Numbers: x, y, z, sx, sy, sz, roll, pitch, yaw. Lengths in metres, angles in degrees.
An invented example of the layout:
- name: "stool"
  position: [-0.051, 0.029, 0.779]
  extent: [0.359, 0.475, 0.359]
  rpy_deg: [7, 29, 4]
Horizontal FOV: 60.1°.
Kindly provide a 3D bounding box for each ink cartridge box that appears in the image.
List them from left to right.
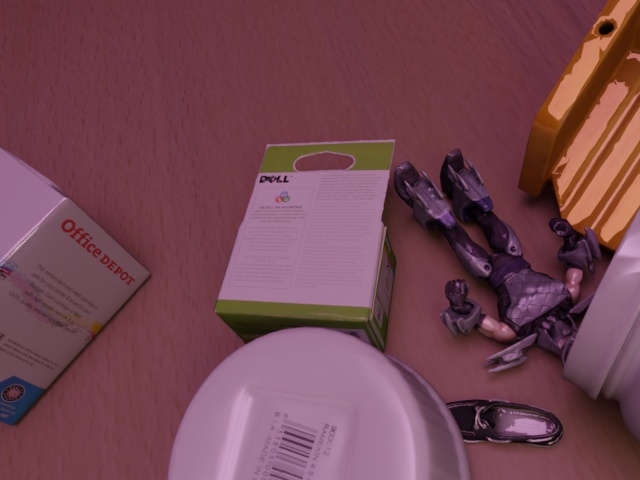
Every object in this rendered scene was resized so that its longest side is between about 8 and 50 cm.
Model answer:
- name: "ink cartridge box"
  position: [-0.420, 0.057, 0.741]
  extent: [0.197, 0.198, 0.270]
  rpy_deg: [29, 71, 32]
- name: "ink cartridge box"
  position: [0.000, 0.000, 0.698]
  extent: [0.188, 0.097, 0.255]
  rpy_deg: [1, 58, 20]

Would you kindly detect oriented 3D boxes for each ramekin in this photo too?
- name: "ramekin"
  position: [-0.007, 0.217, 0.522]
  extent: [0.277, 0.135, 0.277]
  rpy_deg: [-11, 58, 19]

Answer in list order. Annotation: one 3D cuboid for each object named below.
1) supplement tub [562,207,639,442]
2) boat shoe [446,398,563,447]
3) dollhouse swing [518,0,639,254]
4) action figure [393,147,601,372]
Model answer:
- name: "supplement tub"
  position: [0.369, 0.095, 0.393]
  extent: [0.316, 0.228, 0.228]
  rpy_deg: [27, 70, 31]
- name: "boat shoe"
  position: [0.176, 0.182, 0.555]
  extent: [0.125, 0.038, 0.046]
  rpy_deg: [5, 62, 21]
- name: "dollhouse swing"
  position: [0.383, -0.127, 0.457]
  extent: [0.346, 0.305, 0.315]
  rpy_deg: [33, 93, 26]
- name: "action figure"
  position: [0.196, 0.021, 0.618]
  extent: [0.185, 0.099, 0.285]
  rpy_deg: [-26, 58, -11]
